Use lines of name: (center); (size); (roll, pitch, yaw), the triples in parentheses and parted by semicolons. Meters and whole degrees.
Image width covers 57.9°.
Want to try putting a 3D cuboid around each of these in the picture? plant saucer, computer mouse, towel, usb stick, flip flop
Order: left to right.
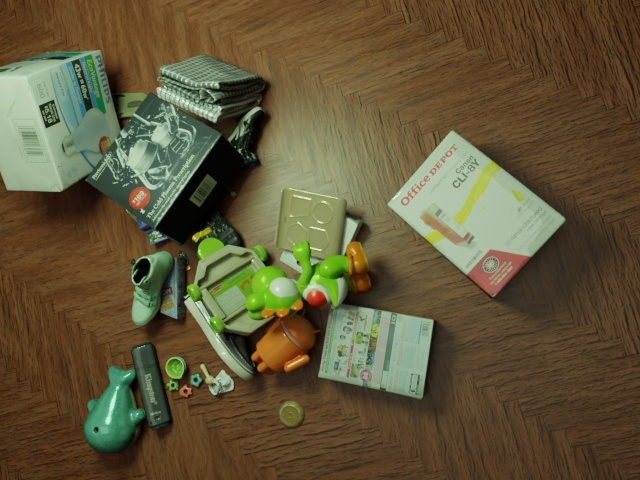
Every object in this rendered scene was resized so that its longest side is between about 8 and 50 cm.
flip flop: (-0.721, -0.464, 2.014); (0.277, 0.080, 0.112); (-5, 83, 16)
usb stick: (-0.551, 0.470, 1.879); (0.077, 0.045, 0.278); (-13, 80, -21)
towel: (-0.337, -0.485, 1.795); (0.235, 0.283, 0.121); (26, 121, 15)
computer mouse: (-0.328, -0.078, 1.873); (0.184, 0.060, 0.262); (-43, 83, -15)
plant saucer: (-0.090, 0.531, 1.760); (0.083, 0.015, 0.083); (-2, 84, 17)

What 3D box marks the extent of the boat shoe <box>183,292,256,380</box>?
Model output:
boat shoe: (-0.270, 0.255, 1.786); (0.158, 0.127, 0.340); (-39, 78, 1)

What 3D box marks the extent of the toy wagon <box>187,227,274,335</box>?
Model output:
toy wagon: (-0.269, 0.115, 1.752); (0.267, 0.068, 0.344); (-32, 78, -29)

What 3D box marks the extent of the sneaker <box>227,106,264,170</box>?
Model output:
sneaker: (-0.226, -0.312, 1.858); (0.121, 0.079, 0.217); (46, 106, 12)

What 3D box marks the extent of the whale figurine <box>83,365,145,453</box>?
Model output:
whale figurine: (-0.673, 0.548, 1.866); (0.216, 0.141, 0.272); (8, 86, 18)

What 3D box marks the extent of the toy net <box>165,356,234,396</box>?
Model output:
toy net: (-0.389, 0.453, 1.841); (0.232, 0.045, 0.122); (13, 88, 17)

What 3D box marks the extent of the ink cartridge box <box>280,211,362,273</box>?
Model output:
ink cartridge box: (0.000, 0.000, 1.779); (0.189, 0.066, 0.232); (30, 114, 17)

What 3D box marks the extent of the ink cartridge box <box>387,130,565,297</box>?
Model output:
ink cartridge box: (0.419, -0.070, 1.591); (0.384, 0.160, 0.279); (43, 97, 16)

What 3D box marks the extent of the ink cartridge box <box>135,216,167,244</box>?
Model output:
ink cartridge box: (-0.537, -0.161, 1.921); (0.185, 0.065, 0.311); (-20, 81, 0)

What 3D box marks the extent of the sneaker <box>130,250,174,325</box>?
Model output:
sneaker: (-0.559, 0.154, 1.798); (0.094, 0.151, 0.256); (23, 98, 15)

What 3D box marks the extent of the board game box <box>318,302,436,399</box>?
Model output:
board game box: (0.164, 0.311, 1.665); (0.303, 0.097, 0.224); (9, 86, 16)

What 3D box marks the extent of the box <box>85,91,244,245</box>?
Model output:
box: (-0.474, -0.219, 1.776); (0.312, 0.179, 0.343); (31, 84, 22)

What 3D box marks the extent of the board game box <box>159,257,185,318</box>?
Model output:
board game box: (-0.519, 0.172, 1.896); (0.194, 0.060, 0.194); (-16, 84, 17)

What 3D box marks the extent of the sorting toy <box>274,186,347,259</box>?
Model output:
sorting toy: (-0.030, -0.051, 1.738); (0.208, 0.038, 0.193); (12, 104, 18)

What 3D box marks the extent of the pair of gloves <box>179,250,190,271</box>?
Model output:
pair of gloves: (-0.475, 0.080, 1.923); (0.083, 0.010, 0.074); (-28, 77, 12)

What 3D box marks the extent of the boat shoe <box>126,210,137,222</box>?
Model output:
boat shoe: (-0.658, -0.139, 1.967); (0.068, 0.072, 0.190); (-38, 76, 10)

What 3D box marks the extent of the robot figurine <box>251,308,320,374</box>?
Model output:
robot figurine: (-0.101, 0.309, 1.727); (0.219, 0.158, 0.128); (-43, 106, 8)

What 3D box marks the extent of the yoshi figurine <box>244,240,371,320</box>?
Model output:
yoshi figurine: (-0.051, 0.109, 1.666); (0.362, 0.203, 0.204); (-18, 89, -8)

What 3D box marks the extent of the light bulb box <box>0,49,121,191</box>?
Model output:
light bulb box: (-0.843, -0.387, 1.831); (0.225, 0.361, 0.358); (4, 121, 16)
